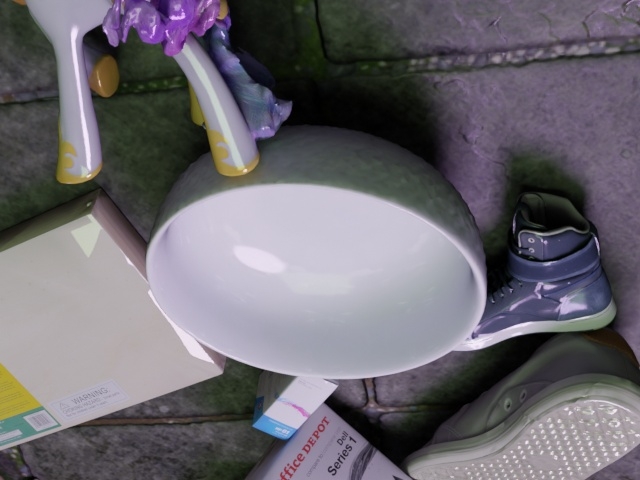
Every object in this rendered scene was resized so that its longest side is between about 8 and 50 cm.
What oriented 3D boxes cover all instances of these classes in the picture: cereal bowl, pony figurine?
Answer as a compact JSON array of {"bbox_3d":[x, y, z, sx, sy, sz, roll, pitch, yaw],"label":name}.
[{"bbox_3d":[0.000,0.000,1.085,0.338,0.141,0.339,4,142,3],"label":"cereal bowl"},{"bbox_3d":[-0.161,-0.222,0.871,0.350,0.303,0.363,0,132,28],"label":"pony figurine"}]

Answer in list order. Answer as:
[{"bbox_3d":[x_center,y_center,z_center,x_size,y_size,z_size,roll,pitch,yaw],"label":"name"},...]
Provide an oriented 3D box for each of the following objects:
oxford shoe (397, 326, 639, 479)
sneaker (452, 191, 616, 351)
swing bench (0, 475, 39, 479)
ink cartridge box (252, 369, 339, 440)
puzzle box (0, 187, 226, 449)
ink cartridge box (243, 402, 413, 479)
[{"bbox_3d":[0.238,0.233,1.290,0.169,0.130,0.449,25,142,-13],"label":"oxford shoe"},{"bbox_3d":[0.192,0.032,1.147,0.226,0.086,0.163,-12,128,13],"label":"sneaker"},{"bbox_3d":[-0.528,0.409,1.476,0.253,0.165,0.255,-28,127,24],"label":"swing bench"},{"bbox_3d":[-0.027,0.166,1.275,0.052,0.089,0.122,27,126,-16],"label":"ink cartridge box"},{"bbox_3d":[-0.354,0.117,1.289,0.408,0.052,0.272,-20,125,21],"label":"puzzle box"},{"bbox_3d":[0.021,0.330,1.312,0.219,0.160,0.092,41,140,-3],"label":"ink cartridge box"}]
